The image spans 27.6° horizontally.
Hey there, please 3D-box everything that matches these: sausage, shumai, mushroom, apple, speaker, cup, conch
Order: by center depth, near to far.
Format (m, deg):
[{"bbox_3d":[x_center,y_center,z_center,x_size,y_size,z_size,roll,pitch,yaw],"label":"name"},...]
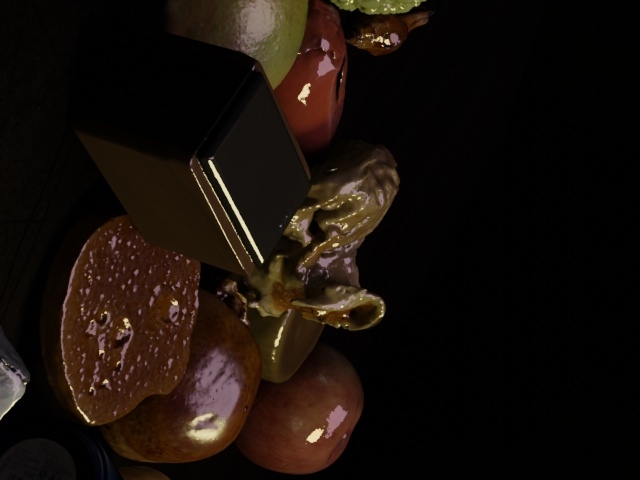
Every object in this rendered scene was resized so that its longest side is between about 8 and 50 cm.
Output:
[{"bbox_3d":[-0.138,-0.098,1.451,0.153,0.192,0.231,-58,150,-22],"label":"speaker"},{"bbox_3d":[-0.106,-0.242,1.534,0.193,0.120,0.265,-29,143,-47],"label":"apple"},{"bbox_3d":[-0.346,0.368,1.626,0.255,0.178,0.256,-60,164,-22],"label":"cup"},{"bbox_3d":[-0.037,-0.219,1.750,0.152,0.152,0.279,-56,164,-30],"label":"sausage"},{"bbox_3d":[-0.185,0.178,1.829,0.263,0.195,0.283,34,66,-42],"label":"mushroom"},{"bbox_3d":[0.000,0.000,1.904,0.314,0.267,0.262,-124,-162,-74],"label":"shumai"},{"bbox_3d":[0.110,-0.355,2.192,0.233,0.086,0.080,-34,148,-62],"label":"conch"},{"bbox_3d":[-0.042,0.325,2.570,0.305,0.235,0.305,-57,167,-22],"label":"apple"}]

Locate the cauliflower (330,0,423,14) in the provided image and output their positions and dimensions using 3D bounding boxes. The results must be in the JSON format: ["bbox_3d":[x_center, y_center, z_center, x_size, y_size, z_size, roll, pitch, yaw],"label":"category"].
[{"bbox_3d":[0.085,-0.421,1.626,0.327,0.260,0.281,-12,116,-26],"label":"cauliflower"}]

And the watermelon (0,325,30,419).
[{"bbox_3d":[-0.347,0.111,1.021,0.320,0.214,0.289,114,-4,-73],"label":"watermelon"}]

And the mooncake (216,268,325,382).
[{"bbox_3d":[-0.076,0.085,2.162,0.284,0.155,0.284,-57,164,-27],"label":"mooncake"}]

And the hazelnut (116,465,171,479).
[{"bbox_3d":[-0.283,0.453,1.891,0.261,0.241,0.261,47,33,-43],"label":"hazelnut"}]

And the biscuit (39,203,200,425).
[{"bbox_3d":[-0.243,0.084,1.594,0.257,0.049,0.273,-22,123,-52],"label":"biscuit"}]
